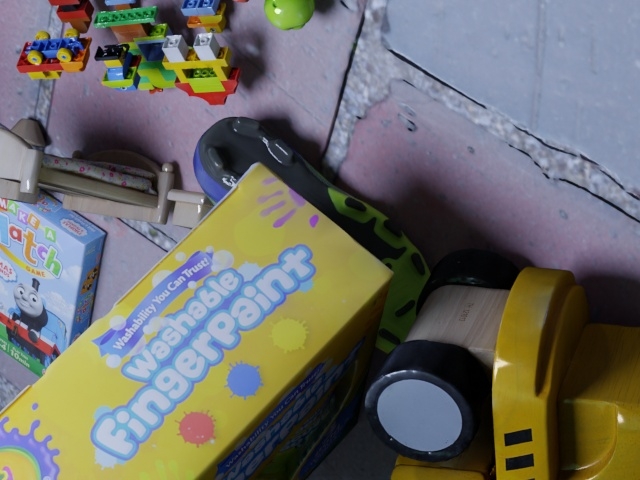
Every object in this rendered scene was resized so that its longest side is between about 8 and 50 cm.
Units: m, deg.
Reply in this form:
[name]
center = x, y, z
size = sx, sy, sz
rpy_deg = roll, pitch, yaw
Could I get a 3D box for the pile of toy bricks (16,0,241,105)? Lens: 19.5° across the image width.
[pile of toy bricks]
center = -0.162, -0.174, 1.733
size = 0.212, 0.118, 0.105
rpy_deg = -1, 143, 22

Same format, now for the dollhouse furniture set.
[dollhouse furniture set]
center = -0.299, -0.132, 1.760
size = 0.356, 0.303, 0.173
rpy_deg = 9, 87, 35

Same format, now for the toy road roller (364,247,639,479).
[toy road roller]
center = 0.186, 0.179, 1.568
size = 0.241, 0.202, 0.329
rpy_deg = 5, 122, 20

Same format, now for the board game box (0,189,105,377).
[board game box]
center = -0.314, 0.039, 2.007
size = 0.160, 0.039, 0.211
rpy_deg = 32, 130, 22

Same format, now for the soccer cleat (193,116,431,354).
[soccer cleat]
center = 0.000, -0.001, 1.711
size = 0.289, 0.093, 0.121
rpy_deg = 43, 164, 6

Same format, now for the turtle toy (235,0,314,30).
[turtle toy]
center = -0.053, -0.237, 1.606
size = 0.130, 0.095, 0.066
rpy_deg = 49, 156, 7

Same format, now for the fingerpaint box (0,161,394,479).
[fingerpaint box]
center = -0.148, 0.202, 1.601
size = 0.163, 0.445, 0.371
rpy_deg = 40, 158, 14
